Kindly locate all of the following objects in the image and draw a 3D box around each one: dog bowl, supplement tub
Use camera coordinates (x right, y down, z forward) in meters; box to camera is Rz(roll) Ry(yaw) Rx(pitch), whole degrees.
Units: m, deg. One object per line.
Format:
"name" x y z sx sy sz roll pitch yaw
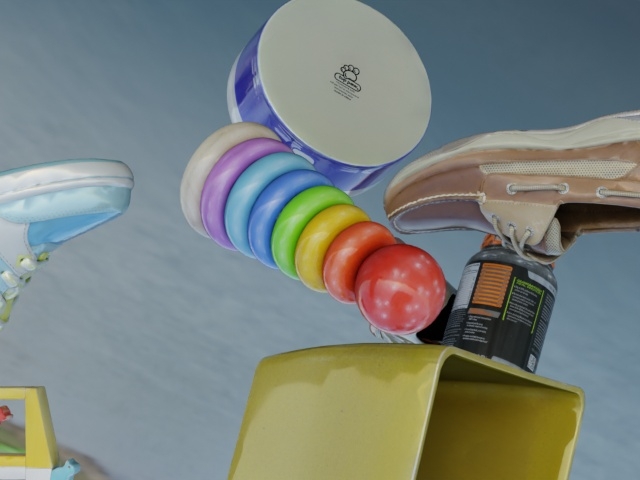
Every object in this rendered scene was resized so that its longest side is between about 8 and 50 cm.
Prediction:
"dog bowl" 0.014 -0.196 1.678 0.265 0.265 0.104 27 149 -15
"supplement tub" 0.213 0.093 1.479 0.117 0.190 0.117 18 159 7

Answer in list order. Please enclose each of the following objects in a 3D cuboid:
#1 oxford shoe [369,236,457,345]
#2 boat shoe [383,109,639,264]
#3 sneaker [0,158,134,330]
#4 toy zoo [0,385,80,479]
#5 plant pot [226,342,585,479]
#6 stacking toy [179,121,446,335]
"oxford shoe" 0.140 0.107 1.637 0.130 0.123 0.348 39 -179 23
"boat shoe" 0.212 -0.041 1.230 0.324 0.116 0.123 -11 157 26
"sneaker" -0.294 0.058 1.105 0.319 0.208 0.127 -19 173 6
"toy zoo" -0.430 0.272 1.496 0.293 0.192 0.030 -2 178 11
"plant pot" 0.048 0.183 0.924 0.187 0.212 0.212 8 172 40
"stacking toy" 0.000 0.000 1.286 0.330 0.141 0.141 35 173 39
